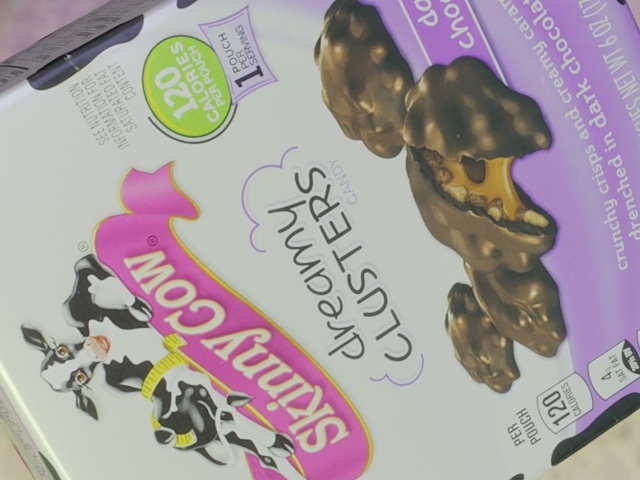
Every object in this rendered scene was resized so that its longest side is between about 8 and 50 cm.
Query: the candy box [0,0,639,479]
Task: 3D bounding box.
[{"bbox_3d":[0.000,0.000,0.484,0.196,0.070,0.165,-32,106,-15],"label":"candy box"}]
